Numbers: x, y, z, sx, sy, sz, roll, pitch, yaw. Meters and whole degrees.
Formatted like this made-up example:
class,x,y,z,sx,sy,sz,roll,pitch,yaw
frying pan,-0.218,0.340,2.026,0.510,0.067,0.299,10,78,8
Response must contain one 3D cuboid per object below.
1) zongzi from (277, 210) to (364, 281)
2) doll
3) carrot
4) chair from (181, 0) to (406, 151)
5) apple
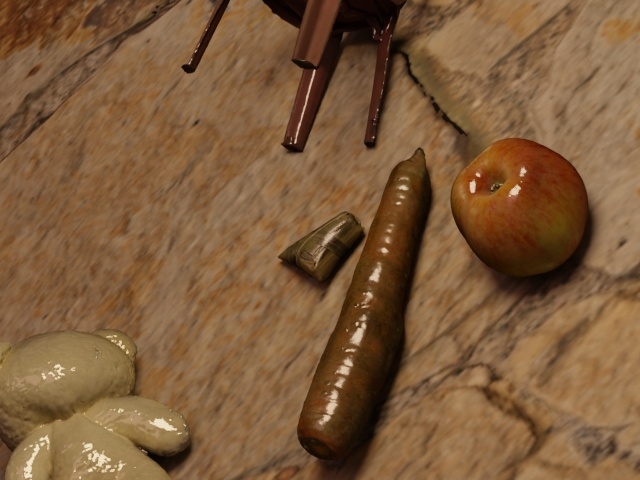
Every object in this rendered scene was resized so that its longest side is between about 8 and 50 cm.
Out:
class,x,y,z,sx,sy,sz,roll,pitch,yaw
zongzi,0.000,0.000,1.721,0.076,0.040,0.083,-48,27,-10
doll,-0.235,0.221,1.700,0.278,0.175,0.149,60,141,35
carrot,0.055,0.056,1.619,0.070,0.070,0.342,-3,54,36
chair,0.016,-0.276,1.789,0.175,0.183,0.327,0,63,36
apple,0.184,-0.032,1.551,0.126,0.102,0.126,-19,53,26
